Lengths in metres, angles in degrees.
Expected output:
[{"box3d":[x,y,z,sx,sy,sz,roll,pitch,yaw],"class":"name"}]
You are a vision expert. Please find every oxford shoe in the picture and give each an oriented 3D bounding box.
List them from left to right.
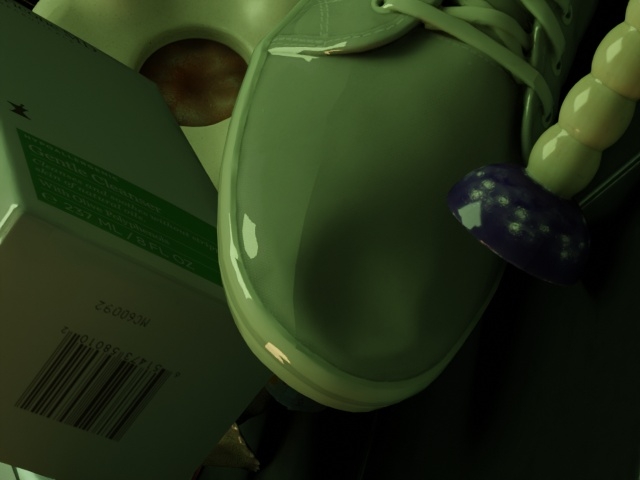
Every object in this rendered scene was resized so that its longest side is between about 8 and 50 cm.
[{"box3d":[0.074,-0.116,0.628,0.130,0.169,0.449,-43,17,56],"class":"oxford shoe"}]

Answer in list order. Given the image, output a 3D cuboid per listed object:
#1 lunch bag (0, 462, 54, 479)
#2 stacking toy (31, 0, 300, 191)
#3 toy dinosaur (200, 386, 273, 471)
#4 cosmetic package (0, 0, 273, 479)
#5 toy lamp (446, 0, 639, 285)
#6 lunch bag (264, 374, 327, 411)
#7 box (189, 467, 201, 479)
[{"box3d":[-0.244,0.290,0.936,0.243,0.115,0.303,33,98,39],"class":"lunch bag"},{"box3d":[-0.130,-0.057,1.267,0.480,0.351,0.350,97,-167,-62],"class":"stacking toy"},{"box3d":[-0.042,0.062,0.901,0.313,0.121,0.160,-58,22,12],"class":"toy dinosaur"},{"box3d":[-0.181,-0.016,0.769,0.155,0.197,0.365,-52,37,15],"class":"cosmetic package"},{"box3d":[0.150,-0.112,0.475,0.274,0.080,0.080,-57,12,20],"class":"toy lamp"},{"box3d":[-0.003,0.076,0.791,0.071,0.053,0.083,-59,2,6],"class":"lunch bag"},{"box3d":[-0.257,0.203,1.098,0.128,0.257,0.123,-65,13,-10],"class":"box"}]
